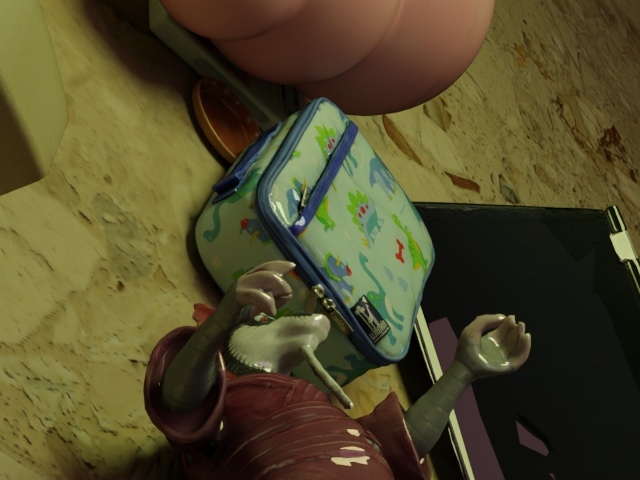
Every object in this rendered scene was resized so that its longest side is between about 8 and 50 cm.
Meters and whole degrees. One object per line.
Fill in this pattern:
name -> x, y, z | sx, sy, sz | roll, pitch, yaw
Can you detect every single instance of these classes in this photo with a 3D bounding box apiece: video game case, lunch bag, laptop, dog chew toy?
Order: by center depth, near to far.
lunch bag -> 0.000, 0.000, 1.332 | 0.176, 0.090, 0.219 | 53, 26, -12
dog chew toy -> -0.007, -0.210, 1.408 | 0.332, 0.206, 0.206 | 5, 56, -53
video game case -> -0.080, -0.189, 1.504 | 0.183, 0.023, 0.201 | 41, 29, -37
laptop -> 0.216, 0.184, 1.607 | 0.408, 0.236, 0.382 | 83, -8, -65

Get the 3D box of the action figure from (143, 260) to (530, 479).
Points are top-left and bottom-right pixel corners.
action figure -> 0.003, 0.161, 1.034 | 0.248, 0.275, 0.370 | 19, 15, -31

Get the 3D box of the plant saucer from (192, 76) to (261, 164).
plant saucer -> -0.073, -0.090, 1.400 | 0.083, 0.013, 0.083 | 46, 26, -30

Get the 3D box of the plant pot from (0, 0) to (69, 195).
plant pot -> -0.202, -0.078, 1.010 | 0.109, 0.109, 0.096 | -82, 149, -57
